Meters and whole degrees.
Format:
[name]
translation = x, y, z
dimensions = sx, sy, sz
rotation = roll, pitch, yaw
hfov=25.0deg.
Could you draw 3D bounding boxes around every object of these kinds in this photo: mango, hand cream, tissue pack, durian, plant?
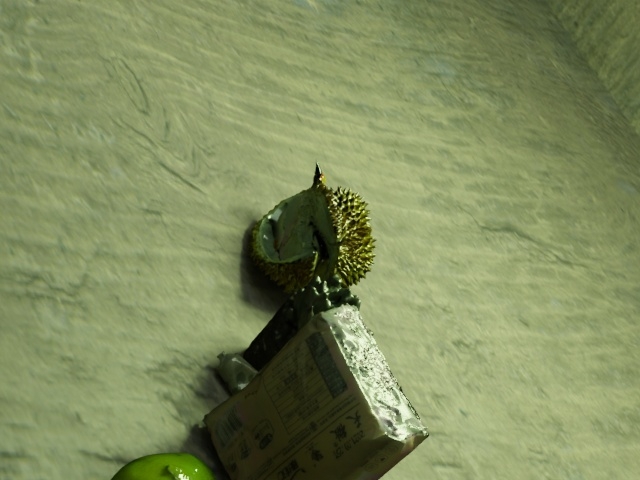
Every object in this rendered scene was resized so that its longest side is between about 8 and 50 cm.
[mango]
translation = -0.175, 0.295, 1.672
dimensions = 0.119, 0.100, 0.178
rotation = 47, 20, 7
[hand cream]
translation = -0.083, 0.217, 1.966
dimensions = 0.057, 0.037, 0.165
rotation = -38, 83, -27
[tissue pack]
translation = -0.015, 0.234, 1.803
dimensions = 0.123, 0.257, 0.215
rotation = 4, 48, -48
[durian]
translation = 0.000, 0.000, 2.241
dimensions = 0.138, 0.193, 0.237
rotation = 51, 37, -34
[plant]
translation = -0.011, 0.139, 2.002
dimensions = 0.132, 0.194, 0.129
rotation = 42, 32, -6
